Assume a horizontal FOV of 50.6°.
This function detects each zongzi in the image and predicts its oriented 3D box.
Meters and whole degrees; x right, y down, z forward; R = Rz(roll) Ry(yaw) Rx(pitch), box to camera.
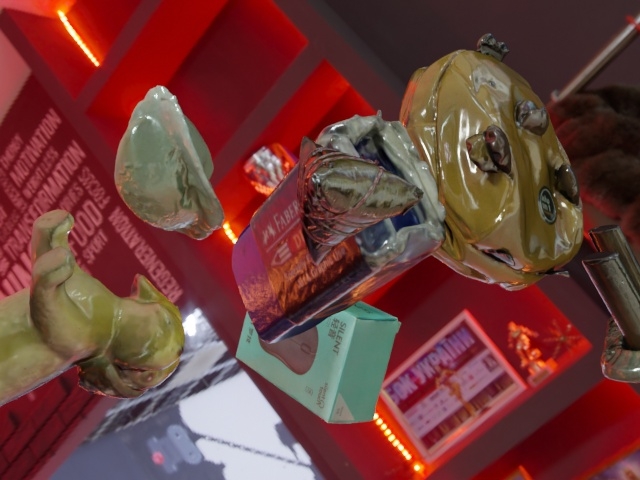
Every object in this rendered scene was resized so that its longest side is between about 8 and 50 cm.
[{"bbox_3d":[0.004,-0.034,0.384,0.067,0.074,0.083,-3,-21,-29],"label":"zongzi"}]

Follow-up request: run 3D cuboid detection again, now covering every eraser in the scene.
[{"bbox_3d":[0.000,0.000,0.764,0.101,0.155,0.332,-16,-14,-32],"label":"eraser"}]

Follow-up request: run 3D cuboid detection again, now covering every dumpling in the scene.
[{"bbox_3d":[-0.322,-0.130,1.411,0.211,0.270,0.321,-19,-17,3],"label":"dumpling"}]

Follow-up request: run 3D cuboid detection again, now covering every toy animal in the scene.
[{"bbox_3d":[-0.223,0.077,0.559,0.233,0.121,0.169,-18,-58,-26],"label":"toy animal"}]

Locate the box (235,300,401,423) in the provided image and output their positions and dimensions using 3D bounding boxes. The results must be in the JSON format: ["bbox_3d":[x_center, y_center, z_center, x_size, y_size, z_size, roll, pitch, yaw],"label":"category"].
[{"bbox_3d":[-0.017,0.190,1.295,0.118,0.311,0.205,4,-77,-43],"label":"box"}]

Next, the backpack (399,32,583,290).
[{"bbox_3d":[0.253,-0.118,1.018,0.201,0.378,0.353,-23,-22,39],"label":"backpack"}]

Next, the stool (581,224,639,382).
[{"bbox_3d":[0.624,0.081,1.149,0.310,0.226,0.310,-12,9,26],"label":"stool"}]
